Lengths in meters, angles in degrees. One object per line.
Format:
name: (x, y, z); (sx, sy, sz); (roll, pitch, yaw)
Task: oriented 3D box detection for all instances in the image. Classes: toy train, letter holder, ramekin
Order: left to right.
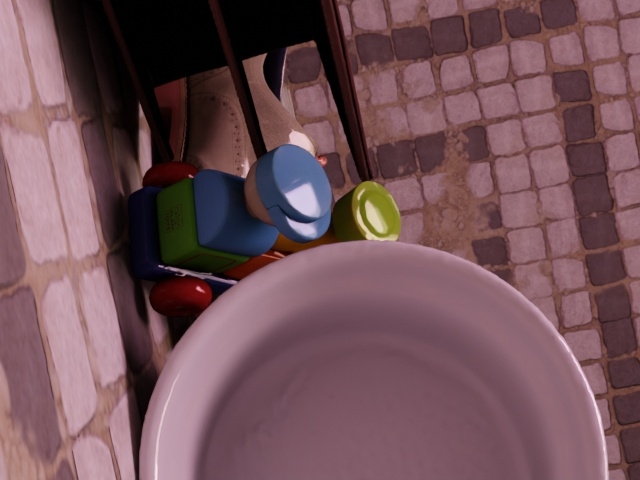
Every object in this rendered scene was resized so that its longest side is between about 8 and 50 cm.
letter holder: (-0.074, -0.178, 0.853); (0.301, 0.152, 0.214); (75, -2, -46)
toy train: (0.000, 0.000, 0.914); (0.248, 0.143, 0.105); (14, 62, -45)
ramekin: (0.031, 0.151, 0.820); (0.135, 0.277, 0.277); (92, -11, -69)

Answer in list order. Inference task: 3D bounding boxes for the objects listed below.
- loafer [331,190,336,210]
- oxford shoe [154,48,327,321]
loafer: (-0.024, 0.065, 1.575); (0.130, 0.134, 0.366); (-64, 143, -37)
oxford shoe: (-0.057, -0.039, 1.041); (0.123, 0.130, 0.348); (72, 7, -65)
